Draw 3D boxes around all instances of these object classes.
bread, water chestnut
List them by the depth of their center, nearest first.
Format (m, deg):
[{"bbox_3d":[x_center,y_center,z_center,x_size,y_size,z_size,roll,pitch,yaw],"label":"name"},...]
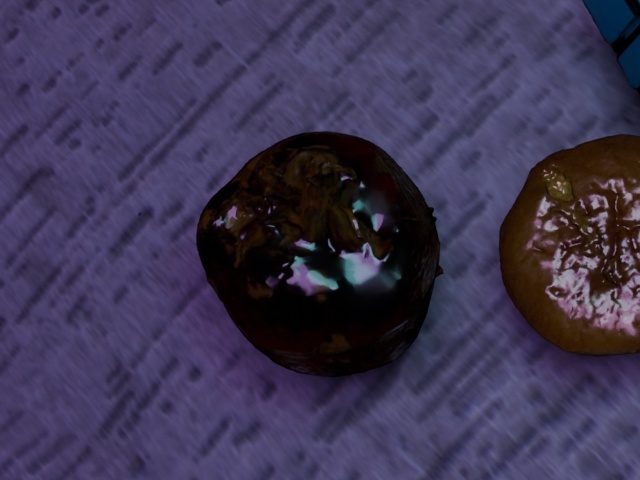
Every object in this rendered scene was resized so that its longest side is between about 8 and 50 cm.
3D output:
[{"bbox_3d":[0.384,0.013,1.631,0.312,0.172,0.312,-2,74,8],"label":"bread"},{"bbox_3d":[0.000,0.000,1.634,0.335,0.347,0.335,-4,66,9],"label":"water chestnut"}]

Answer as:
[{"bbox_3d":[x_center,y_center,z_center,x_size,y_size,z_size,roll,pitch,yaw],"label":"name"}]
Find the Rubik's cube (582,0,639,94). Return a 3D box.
[{"bbox_3d":[0.548,-0.297,1.555,0.294,0.288,0.283,-19,73,-24],"label":"Rubik's cube"}]
